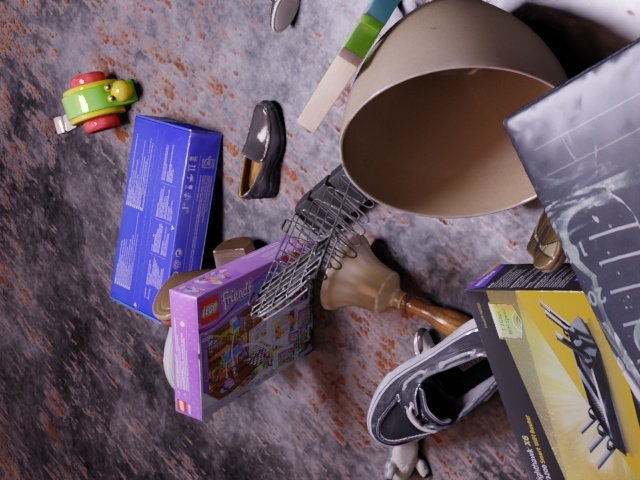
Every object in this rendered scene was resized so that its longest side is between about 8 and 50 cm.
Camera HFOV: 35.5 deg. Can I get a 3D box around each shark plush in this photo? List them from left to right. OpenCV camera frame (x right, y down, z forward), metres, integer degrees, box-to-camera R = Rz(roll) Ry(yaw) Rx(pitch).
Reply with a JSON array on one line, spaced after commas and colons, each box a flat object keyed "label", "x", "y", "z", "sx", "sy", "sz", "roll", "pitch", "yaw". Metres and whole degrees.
[{"label": "shark plush", "x": 0.118, "y": 0.311, "z": 1.574, "sx": 0.067, "sy": 0.073, "sz": 0.161, "roll": -141, "pitch": 38, "yaw": -71}]

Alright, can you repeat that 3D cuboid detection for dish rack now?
[{"label": "dish rack", "x": 0.000, "y": 0.000, "z": 1.430, "sx": 0.074, "sy": 0.271, "sz": 0.208, "roll": 35, "pitch": 139, "yaw": -14}]

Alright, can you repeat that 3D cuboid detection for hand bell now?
[{"label": "hand bell", "x": 0.134, "y": 0.095, "z": 1.461, "sx": 0.242, "sy": 0.126, "sz": 0.126, "roll": 26, "pitch": 122, "yaw": 24}]

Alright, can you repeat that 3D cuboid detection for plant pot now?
[{"label": "plant pot", "x": 0.164, "y": -0.183, "z": 1.218, "sx": 0.284, "sy": 0.284, "sz": 0.190, "roll": -43, "pitch": 37, "yaw": 46}]

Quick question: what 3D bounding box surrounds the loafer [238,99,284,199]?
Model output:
[{"label": "loafer", "x": -0.100, "y": -0.144, "z": 1.630, "sx": 0.062, "sy": 0.061, "sz": 0.170, "roll": 23, "pitch": 119, "yaw": 41}]

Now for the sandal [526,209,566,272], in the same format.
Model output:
[{"label": "sandal", "x": 0.287, "y": -0.001, "z": 1.209, "sx": 0.049, "sy": 0.180, "sz": 0.072, "roll": 25, "pitch": 110, "yaw": -2}]

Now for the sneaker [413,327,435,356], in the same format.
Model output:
[{"label": "sneaker", "x": 0.172, "y": 0.179, "z": 1.482, "sx": 0.044, "sy": 0.040, "sz": 0.109, "roll": -17, "pitch": 97, "yaw": 36}]

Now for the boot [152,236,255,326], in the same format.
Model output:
[{"label": "boot", "x": -0.164, "y": 0.141, "z": 1.648, "sx": 0.109, "sy": 0.283, "sz": 0.220, "roll": -5, "pitch": 109, "yaw": 20}]

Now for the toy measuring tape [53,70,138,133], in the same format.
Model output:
[{"label": "toy measuring tape", "x": -0.473, "y": -0.253, "z": 1.947, "sx": 0.330, "sy": 0.121, "sz": 0.121, "roll": -12, "pitch": 95, "yaw": 48}]

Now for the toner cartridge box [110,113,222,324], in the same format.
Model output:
[{"label": "toner cartridge box", "x": -0.281, "y": -0.040, "z": 1.793, "sx": 0.165, "sy": 0.075, "sz": 0.347, "roll": 21, "pitch": 105, "yaw": 42}]

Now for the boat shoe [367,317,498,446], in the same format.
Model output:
[{"label": "boat shoe", "x": 0.162, "y": 0.223, "z": 1.413, "sx": 0.108, "sy": 0.102, "sz": 0.301, "roll": 42, "pitch": 126, "yaw": -8}]

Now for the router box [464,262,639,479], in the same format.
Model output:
[{"label": "router box", "x": 0.336, "y": 0.177, "z": 1.227, "sx": 0.243, "sy": 0.081, "sz": 0.308, "roll": -4, "pitch": 114, "yaw": 48}]

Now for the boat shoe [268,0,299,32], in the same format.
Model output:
[{"label": "boat shoe", "x": -0.057, "y": -0.379, "z": 1.511, "sx": 0.038, "sy": 0.046, "sz": 0.125, "roll": 35, "pitch": 124, "yaw": 33}]

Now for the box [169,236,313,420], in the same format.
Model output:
[{"label": "box", "x": -0.115, "y": 0.129, "z": 1.571, "sx": 0.057, "sy": 0.293, "sz": 0.200, "roll": 13, "pitch": 113, "yaw": 32}]

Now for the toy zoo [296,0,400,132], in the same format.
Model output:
[{"label": "toy zoo", "x": 0.072, "y": -0.290, "z": 1.266, "sx": 0.030, "sy": 0.293, "sz": 0.192, "roll": 32, "pitch": 156, "yaw": -5}]

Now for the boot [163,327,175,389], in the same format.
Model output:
[{"label": "boot", "x": -0.220, "y": 0.192, "z": 1.850, "sx": 0.123, "sy": 0.095, "sz": 0.258, "roll": 28, "pitch": 122, "yaw": 45}]

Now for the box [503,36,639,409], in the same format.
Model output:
[{"label": "box", "x": 0.500, "y": -0.021, "z": 0.873, "sx": 0.480, "sy": 0.297, "sz": 0.471, "roll": -31, "pitch": 83, "yaw": 48}]
